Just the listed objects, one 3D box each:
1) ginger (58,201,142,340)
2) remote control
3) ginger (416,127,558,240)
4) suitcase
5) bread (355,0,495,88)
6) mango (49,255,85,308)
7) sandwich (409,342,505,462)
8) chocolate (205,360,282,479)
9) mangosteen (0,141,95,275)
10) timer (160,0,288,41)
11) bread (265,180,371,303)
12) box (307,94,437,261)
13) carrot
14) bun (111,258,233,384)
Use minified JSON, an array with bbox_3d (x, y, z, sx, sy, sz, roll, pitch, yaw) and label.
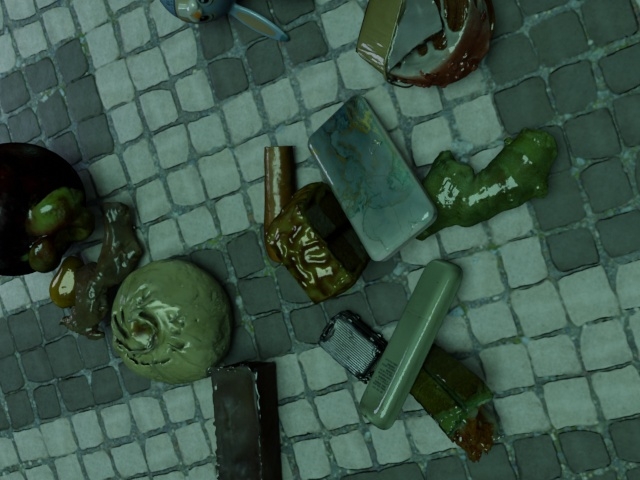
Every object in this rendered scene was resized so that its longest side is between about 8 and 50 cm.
[{"bbox_3d":[-0.441,0.060,1.577,0.122,0.084,0.290,24,95,28],"label":"ginger"},{"bbox_3d":[0.152,0.174,1.327,0.090,0.038,0.309,20,83,61],"label":"remote control"},{"bbox_3d":[0.255,-0.096,1.294,0.290,0.089,0.137,-16,63,27],"label":"ginger"},{"bbox_3d":[0.063,0.191,1.411,0.126,0.059,0.086,39,107,16],"label":"suitcase"},{"bbox_3d":[0.178,-0.359,1.277,0.212,0.142,0.224,23,104,33],"label":"bread"},{"bbox_3d":[-0.529,0.088,1.630,0.080,0.060,0.114,15,94,15],"label":"mango"},{"bbox_3d":[0.230,0.270,1.329,0.109,0.160,0.185,-44,35,0],"label":"sandwich"},{"bbox_3d":[-0.132,0.377,1.478,0.112,0.112,0.321,-2,96,23],"label":"chocolate"},{"bbox_3d":[-0.590,-0.055,1.525,0.288,0.288,0.288,2,96,21],"label":"mangosteen"},{"bbox_3d":[-0.191,-0.442,1.390,0.255,0.175,0.175,46,109,16],"label":"timer"},{"bbox_3d":[0.000,0.000,1.324,0.096,0.222,0.181,-37,95,22],"label":"bread"},{"bbox_3d":[0.084,-0.111,1.338,0.142,0.044,0.285,-42,61,25],"label":"box"},{"bbox_3d":[-0.073,-0.063,1.436,0.067,0.067,0.225,1,94,21],"label":"carrot"},{"bbox_3d":[-0.298,0.162,1.501,0.259,0.152,0.259,2,94,23],"label":"bun"}]
